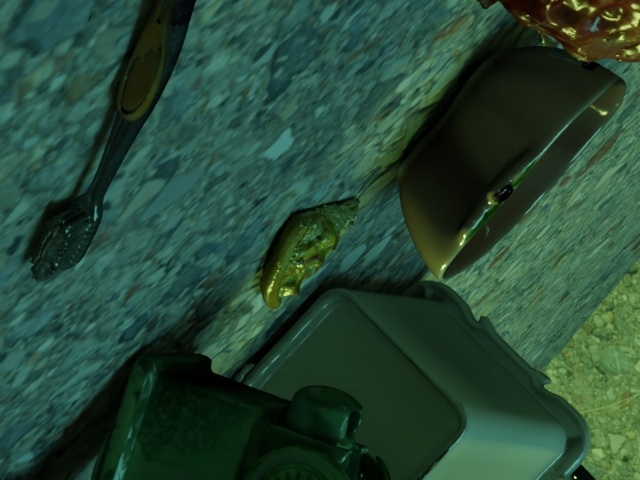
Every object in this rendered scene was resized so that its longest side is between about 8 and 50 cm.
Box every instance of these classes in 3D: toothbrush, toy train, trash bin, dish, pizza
[{"bbox_3d":[-0.080,-0.084,0.769,0.031,0.023,0.321,-42,168,-47],"label":"toothbrush"},{"bbox_3d":[-0.064,0.220,1.180,0.145,0.202,0.266,13,95,-74],"label":"toy train"},{"bbox_3d":[0.084,0.192,1.529,0.256,0.296,0.368,-45,160,6],"label":"trash bin"},{"bbox_3d":[0.136,-0.075,1.280,0.213,0.090,0.213,-44,169,-11],"label":"dish"},{"bbox_3d":[0.000,0.000,1.236,0.108,0.026,0.123,-40,165,-30],"label":"pizza"}]

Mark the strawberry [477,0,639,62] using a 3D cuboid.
[{"bbox_3d":[0.221,-0.239,0.928,0.265,0.149,0.336,-31,159,-40],"label":"strawberry"}]
